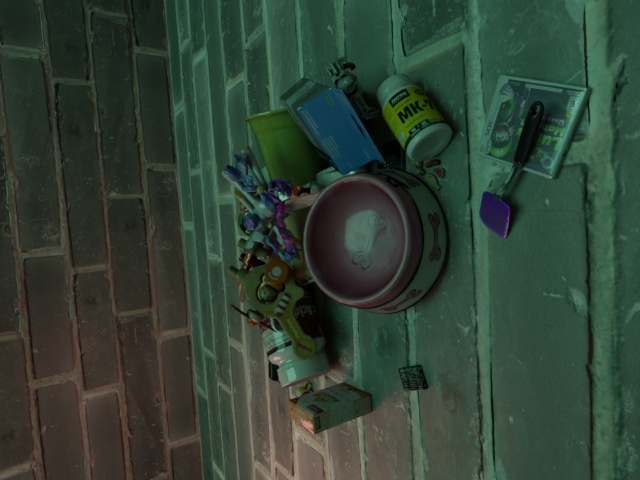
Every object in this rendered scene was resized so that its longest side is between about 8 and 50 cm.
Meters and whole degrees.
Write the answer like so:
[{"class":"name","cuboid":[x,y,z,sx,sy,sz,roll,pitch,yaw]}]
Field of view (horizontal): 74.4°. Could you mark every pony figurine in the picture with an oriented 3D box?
[{"class":"pony figurine","cuboid":[-0.160,-0.105,1.325,0.364,0.302,0.351,55,169,5]}]

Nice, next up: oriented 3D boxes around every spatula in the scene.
[{"class":"spatula","cuboid":[0.397,-0.141,0.876,0.084,0.030,0.297,49,141,44]}]

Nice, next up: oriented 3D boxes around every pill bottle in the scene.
[{"class":"pill bottle","cuboid":[0.229,-0.312,1.062,0.119,0.119,0.209,-55,51,45]},{"class":"pill bottle","cuboid":[-0.111,0.327,1.581,0.224,0.223,0.393,-45,58,50]}]

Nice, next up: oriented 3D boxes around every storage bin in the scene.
[{"class":"storage bin","cuboid":[0.000,0.000,1.456,0.262,0.123,0.261,-28,72,54]}]

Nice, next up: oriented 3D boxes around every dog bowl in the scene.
[{"class":"dog bowl","cuboid":[0.123,-0.001,1.137,0.407,0.150,0.409,-1,88,38]}]

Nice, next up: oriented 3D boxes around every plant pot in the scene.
[{"class":"plant pot","cuboid":[-0.103,-0.323,1.471,0.276,0.275,0.254,11,116,56]}]

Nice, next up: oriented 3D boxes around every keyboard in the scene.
[{"class":"keyboard","cuboid":[0.200,-0.194,1.212,0.108,0.023,0.181,4,97,57]}]

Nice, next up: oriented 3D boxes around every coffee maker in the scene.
[{"class":"coffee maker","cuboid":[-0.167,0.500,1.813,0.171,0.120,0.179,-150,59,-78]}]

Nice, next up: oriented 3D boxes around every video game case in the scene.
[{"class":"video game case","cuboid":[0.424,-0.237,0.865,0.190,0.022,0.173,38,126,48]}]

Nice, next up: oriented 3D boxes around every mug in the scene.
[{"class":"mug","cuboid":[-0.063,0.623,1.718,0.062,0.078,0.064,58,163,-20]}]

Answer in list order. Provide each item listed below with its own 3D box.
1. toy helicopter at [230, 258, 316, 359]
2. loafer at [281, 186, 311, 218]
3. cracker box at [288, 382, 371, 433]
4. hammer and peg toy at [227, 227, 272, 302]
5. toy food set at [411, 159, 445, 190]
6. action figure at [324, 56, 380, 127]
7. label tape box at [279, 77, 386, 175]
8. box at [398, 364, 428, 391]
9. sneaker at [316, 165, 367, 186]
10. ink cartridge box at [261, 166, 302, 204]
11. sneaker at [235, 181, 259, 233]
[{"class":"toy helicopter","cuboid":[-0.142,0.251,1.427,0.355,0.234,0.140,57,176,8]},{"class":"loafer","cuboid":[-0.111,-0.123,1.609,0.220,0.078,0.080,-48,37,35]},{"class":"cracker box","cuboid":[0.032,0.546,1.390,0.155,0.232,0.067,-2,93,56]},{"class":"hammer and peg toy","cuboid":[-0.292,0.073,1.733,0.266,0.127,0.361,-60,3,43]},{"class":"toy food set","cuboid":[0.279,-0.191,1.094,0.122,0.019,0.078,52,135,39]},{"class":"action figure","cuboid":[0.088,-0.398,1.151,0.285,0.099,0.186,-4,-108,-83]},{"class":"label tape box","cuboid":[0.023,-0.318,1.199,0.241,0.105,0.334,51,-178,-31]},{"class":"box","cuboid":[0.264,0.395,1.208,0.083,0.018,0.067,-36,65,53]},{"class":"sneaker","cuboid":[0.065,-0.195,1.366,0.235,0.090,0.095,-11,95,58]},{"class":"ink cartridge box","cuboid":[-0.161,-0.247,1.726,0.224,0.056,0.181,-26,74,57]},{"class":"sneaker","cuboid":[-0.320,-0.154,1.941,0.121,0.108,0.302,57,146,34]}]
